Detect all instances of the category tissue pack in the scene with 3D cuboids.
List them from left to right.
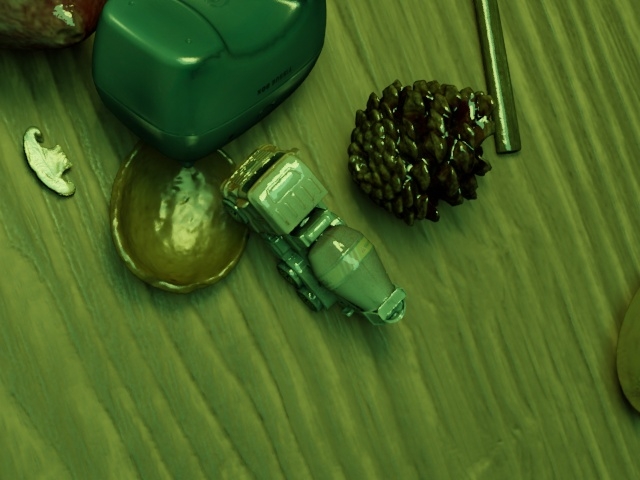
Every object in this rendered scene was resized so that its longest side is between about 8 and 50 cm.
[{"bbox_3d":[-0.134,-0.231,1.396,0.198,0.206,0.287,34,52,17],"label":"tissue pack"}]

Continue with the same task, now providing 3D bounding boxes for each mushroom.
[{"bbox_3d":[-0.345,-0.099,1.443,0.049,0.019,0.101,-30,91,-14],"label":"mushroom"}]

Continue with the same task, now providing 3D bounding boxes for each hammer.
[{"bbox_3d":[0.234,-0.302,1.589,0.111,0.043,0.365,-7,84,-14],"label":"hammer"}]

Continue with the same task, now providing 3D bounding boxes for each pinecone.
[{"bbox_3d":[0.140,-0.117,1.477,0.204,0.179,0.184,-2,104,-29],"label":"pinecone"}]

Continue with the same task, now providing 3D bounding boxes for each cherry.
[{"bbox_3d":[-0.360,-0.325,1.358,0.230,0.203,0.300,-13,41,-43],"label":"cherry"}]

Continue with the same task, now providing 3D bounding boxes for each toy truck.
[{"bbox_3d":[0.000,0.000,1.419,0.108,0.140,0.257,-45,113,-14],"label":"toy truck"}]

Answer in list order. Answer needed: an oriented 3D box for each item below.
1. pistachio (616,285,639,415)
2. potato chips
[{"bbox_3d":[0.508,0.124,1.530,0.260,0.163,0.213,-31,68,-2],"label":"pistachio"},{"bbox_3d":[-0.184,-0.036,1.446,0.195,0.062,0.208,-24,87,-24],"label":"potato chips"}]
